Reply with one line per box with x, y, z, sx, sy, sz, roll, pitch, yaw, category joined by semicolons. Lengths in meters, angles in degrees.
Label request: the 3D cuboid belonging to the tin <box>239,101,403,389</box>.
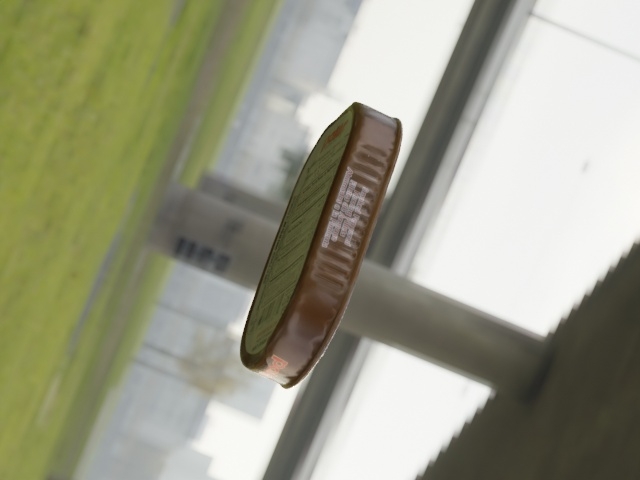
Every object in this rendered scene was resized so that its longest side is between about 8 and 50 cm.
0.000;0.000;1.228;0.106;0.040;0.189;-33;-146;59;tin
